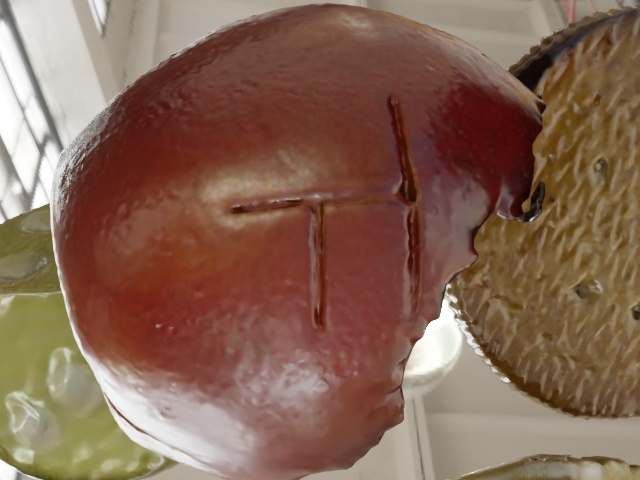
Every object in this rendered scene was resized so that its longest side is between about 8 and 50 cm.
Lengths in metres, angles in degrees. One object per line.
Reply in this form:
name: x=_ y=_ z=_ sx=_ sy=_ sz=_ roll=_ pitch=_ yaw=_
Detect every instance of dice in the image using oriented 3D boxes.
dice: x=-0.233 y=0.098 z=1.051 sx=0.233 sy=0.238 sz=0.227 roll=-1 pitch=-153 yaw=4

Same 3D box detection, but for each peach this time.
peach: x=0.000 y=0.000 z=0.442 sx=0.226 sy=0.190 sz=0.196 roll=-16 pitch=-134 yaw=-8

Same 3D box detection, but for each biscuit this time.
biscuit: x=0.224 y=-0.014 z=0.707 sx=0.305 sy=0.305 sz=0.038 roll=-18 pitch=-163 yaw=-8

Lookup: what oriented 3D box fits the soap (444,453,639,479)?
soap: x=0.108 y=0.227 z=0.708 sx=0.274 sy=0.173 sz=0.089 roll=-26 pitch=-124 yaw=33
